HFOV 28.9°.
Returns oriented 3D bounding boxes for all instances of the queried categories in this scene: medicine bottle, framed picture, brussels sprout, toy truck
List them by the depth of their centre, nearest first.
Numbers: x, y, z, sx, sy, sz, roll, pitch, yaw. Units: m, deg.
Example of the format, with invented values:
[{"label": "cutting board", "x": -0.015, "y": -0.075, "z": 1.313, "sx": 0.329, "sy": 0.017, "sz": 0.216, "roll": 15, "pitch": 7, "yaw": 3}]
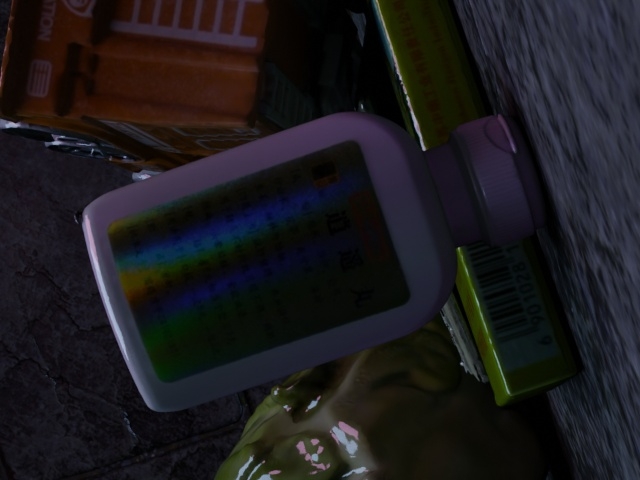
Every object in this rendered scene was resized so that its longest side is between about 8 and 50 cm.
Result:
[{"label": "medicine bottle", "x": 0.000, "y": 0.000, "z": 0.622, "sx": 0.078, "sy": 0.219, "sz": 0.115, "roll": -35, "pitch": -74, "yaw": -86}, {"label": "toy truck", "x": -0.073, "y": -0.124, "z": 0.916, "sx": 0.387, "sy": 0.207, "sz": 0.173, "roll": 22, "pitch": -104, "yaw": -78}, {"label": "framed picture", "x": 0.077, "y": -0.051, "z": 0.967, "sx": 0.293, "sy": 0.018, "sz": 0.231, "roll": -79, "pitch": -34, "yaw": -66}, {"label": "brussels sprout", "x": 0.062, "y": 0.197, "z": 1.099, "sx": 0.247, "sy": 0.328, "sz": 0.328, "roll": 47, "pitch": -177, "yaw": 1}]

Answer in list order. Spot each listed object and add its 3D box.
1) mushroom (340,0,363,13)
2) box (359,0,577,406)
[{"label": "mushroom", "x": 0.026, "y": -0.247, "z": 0.981, "sx": 0.061, "sy": 0.060, "sz": 0.187, "roll": 60, "pitch": -164, "yaw": -50}, {"label": "box", "x": 0.080, "y": -0.063, "z": 0.787, "sx": 0.187, "sy": 0.047, "sz": 0.335, "roll": 53, "pitch": -161, "yaw": -78}]
